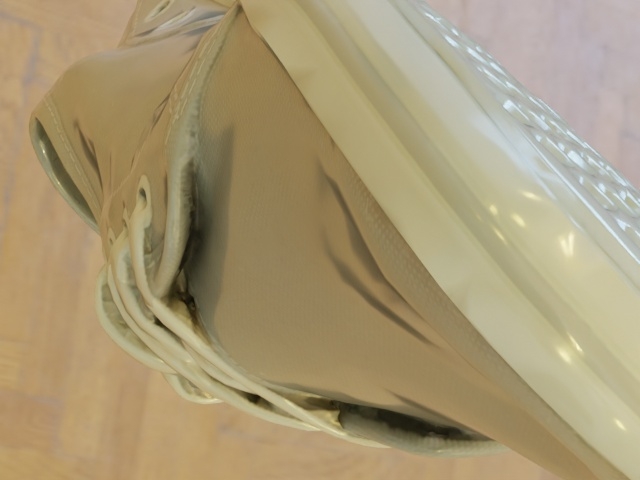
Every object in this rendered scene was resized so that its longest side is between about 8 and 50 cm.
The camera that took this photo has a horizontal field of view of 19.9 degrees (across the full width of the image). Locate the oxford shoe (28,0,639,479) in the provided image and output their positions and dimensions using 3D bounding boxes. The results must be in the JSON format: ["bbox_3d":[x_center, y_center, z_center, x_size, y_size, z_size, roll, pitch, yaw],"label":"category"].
[{"bbox_3d":[0.000,0.000,0.524,0.130,0.449,0.169,-46,109,-2],"label":"oxford shoe"}]
